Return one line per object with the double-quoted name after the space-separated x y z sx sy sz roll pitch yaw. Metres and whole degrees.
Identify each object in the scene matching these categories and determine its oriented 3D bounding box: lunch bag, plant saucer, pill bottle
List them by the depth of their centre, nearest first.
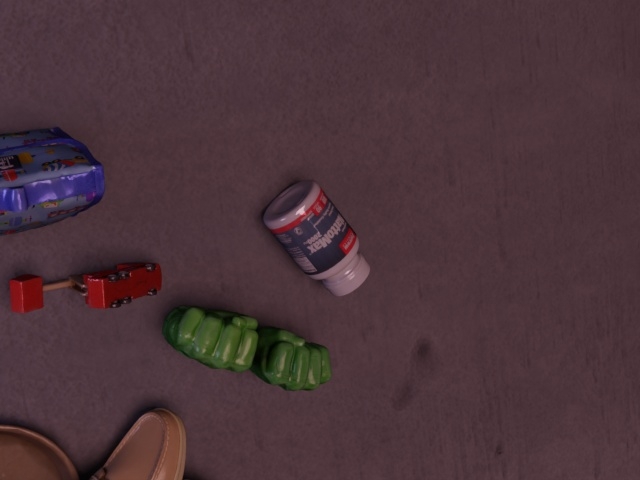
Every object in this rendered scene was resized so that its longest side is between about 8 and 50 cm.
-0.404 -0.058 1.094 0.220 0.293 0.138 -12 104 -25 "lunch bag"
-0.491 0.398 1.266 0.277 0.041 0.278 -4 100 -25 "plant saucer"
0.000 0.000 1.409 0.108 0.108 0.180 -45 115 -13 "pill bottle"

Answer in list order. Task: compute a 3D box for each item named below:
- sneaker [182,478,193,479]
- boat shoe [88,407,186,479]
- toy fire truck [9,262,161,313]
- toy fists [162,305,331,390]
-0.271 0.512 1.344 0.321 0.126 0.127 -52 127 -22 "sneaker"
-0.309 0.403 1.278 0.110 0.121 0.341 43 64 -50 "boat shoe"
-0.336 0.066 1.257 0.192 0.135 0.047 -20 111 -64 "toy fire truck"
-0.109 0.168 1.361 0.279 0.142 0.096 23 87 -28 "toy fists"
